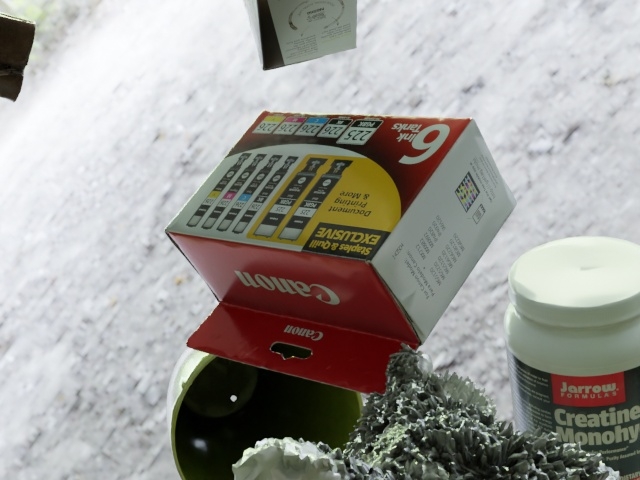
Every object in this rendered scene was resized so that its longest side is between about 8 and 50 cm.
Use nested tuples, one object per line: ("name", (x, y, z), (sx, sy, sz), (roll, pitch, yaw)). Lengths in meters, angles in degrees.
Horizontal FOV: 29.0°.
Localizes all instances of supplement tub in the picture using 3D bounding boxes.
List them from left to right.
("supplement tub", (0.316, 0.153, 1.443), (0.191, 0.272, 0.191), (-9, 26, 4))

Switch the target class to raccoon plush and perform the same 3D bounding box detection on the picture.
("raccoon plush", (0.051, 0.158, 0.987), (0.216, 0.446, 0.299), (-46, 43, -4))

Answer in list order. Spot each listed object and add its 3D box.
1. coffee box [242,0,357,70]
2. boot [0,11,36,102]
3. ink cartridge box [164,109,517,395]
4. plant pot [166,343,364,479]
("coffee box", (-0.036, -0.341, 1.338), (0.119, 0.297, 0.168), (-15, 65, -5))
("boot", (-0.405, -0.255, 1.309), (0.248, 0.207, 0.090), (116, 156, -47))
("ink cartridge box", (0.000, 0.000, 1.302), (0.309, 0.130, 0.272), (7, 51, 43))
("plant pot", (-0.114, 0.235, 1.817), (0.274, 0.275, 0.293), (-52, 20, -4))
